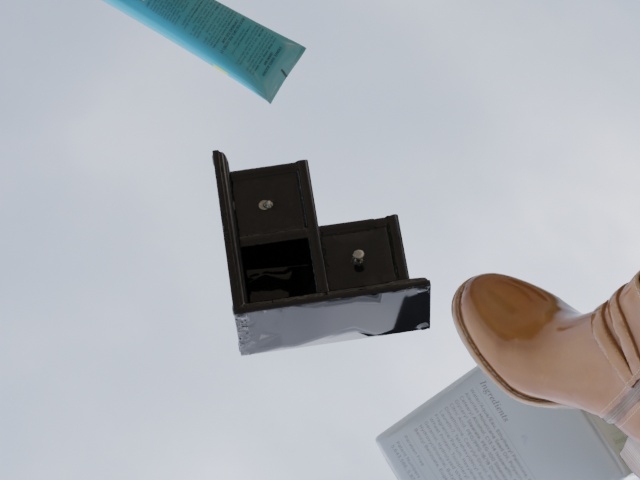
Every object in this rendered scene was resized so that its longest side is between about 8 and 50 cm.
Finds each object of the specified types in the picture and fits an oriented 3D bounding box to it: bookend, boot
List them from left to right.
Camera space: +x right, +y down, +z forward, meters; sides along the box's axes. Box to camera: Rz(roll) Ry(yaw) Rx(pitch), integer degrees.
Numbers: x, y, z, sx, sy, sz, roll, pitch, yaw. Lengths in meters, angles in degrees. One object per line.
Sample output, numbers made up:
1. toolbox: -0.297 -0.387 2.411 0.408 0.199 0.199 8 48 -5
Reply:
1. bookend: 0.000 0.000 1.606 0.157 0.072 0.156 -7 -121 -2
2. boot: 0.167 0.055 1.162 0.197 0.152 0.073 36 -115 15

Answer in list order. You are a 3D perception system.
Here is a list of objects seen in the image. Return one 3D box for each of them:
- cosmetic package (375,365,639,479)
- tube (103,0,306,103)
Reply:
1. cosmetic package: 0.181 0.181 1.736 0.151 0.184 0.151 59 -157 14
2. tube: -0.119 -0.210 1.906 0.207 0.052 0.080 30 -119 0
